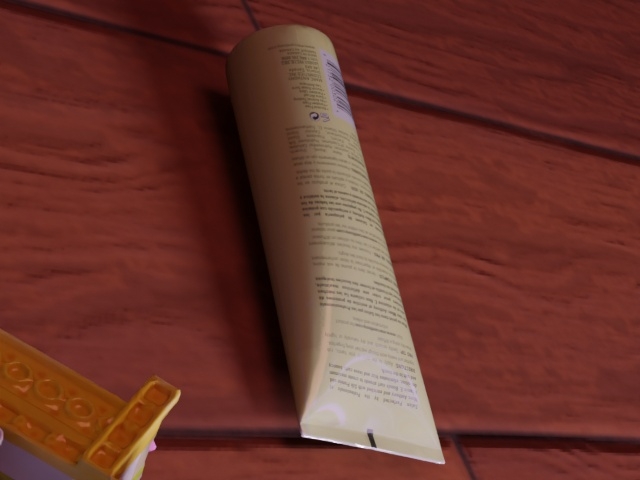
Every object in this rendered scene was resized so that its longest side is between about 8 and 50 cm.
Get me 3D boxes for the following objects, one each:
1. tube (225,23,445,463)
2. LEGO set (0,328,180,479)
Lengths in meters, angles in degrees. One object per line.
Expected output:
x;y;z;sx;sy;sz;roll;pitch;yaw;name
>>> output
0.000;0.000;0.867;0.070;0.062;0.240;-11;58;-6;tube
-0.091;0.118;0.525;0.132;0.107;0.287;-21;55;-41;LEGO set
